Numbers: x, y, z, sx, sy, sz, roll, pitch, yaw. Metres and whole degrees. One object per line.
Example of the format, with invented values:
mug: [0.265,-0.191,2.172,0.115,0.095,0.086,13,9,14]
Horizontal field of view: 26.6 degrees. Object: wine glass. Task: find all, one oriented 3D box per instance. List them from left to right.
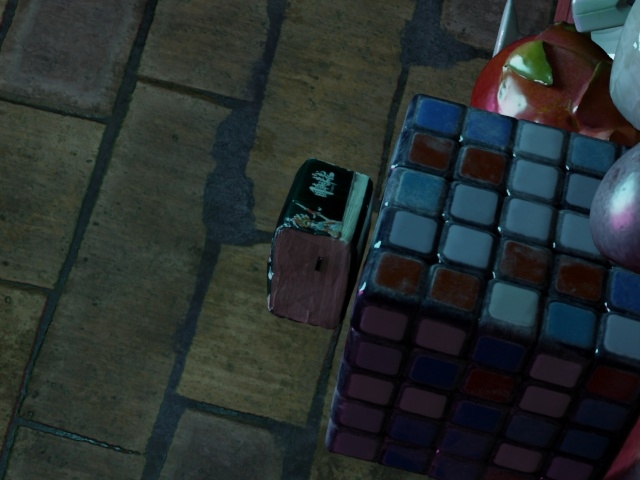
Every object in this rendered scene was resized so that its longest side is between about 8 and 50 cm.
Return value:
wine glass: [0.329,-0.244,1.802,0.165,0.196,0.165,15,-90,-85]

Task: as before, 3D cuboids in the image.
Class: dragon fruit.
dragon fruit: [0.276,-0.128,1.548,0.224,0.224,0.227,101,165,-53]

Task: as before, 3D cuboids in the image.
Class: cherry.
cherry: [0.290,-0.023,1.090,0.148,0.115,0.188,-37,6,1]

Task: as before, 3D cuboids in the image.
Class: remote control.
remote control: [0.367,-0.321,1.616,0.344,0.145,0.050,-67,-36,-66]

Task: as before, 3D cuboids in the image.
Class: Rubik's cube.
Rubik's cube: [0.182,0.067,1.407,0.287,0.293,0.292,101,-174,-50]

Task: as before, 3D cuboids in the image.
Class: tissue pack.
tissue pack: [0.000,0.000,1.338,0.170,0.090,0.103,-69,-10,-64]

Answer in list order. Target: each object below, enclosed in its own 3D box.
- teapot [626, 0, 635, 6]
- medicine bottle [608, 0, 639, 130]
teapot: [0.382,-0.291,1.377,0.096,0.087,0.177,-14,58,65]
medicine bottle: [0.281,-0.139,0.909,0.147,0.147,0.143,-71,-2,-57]
